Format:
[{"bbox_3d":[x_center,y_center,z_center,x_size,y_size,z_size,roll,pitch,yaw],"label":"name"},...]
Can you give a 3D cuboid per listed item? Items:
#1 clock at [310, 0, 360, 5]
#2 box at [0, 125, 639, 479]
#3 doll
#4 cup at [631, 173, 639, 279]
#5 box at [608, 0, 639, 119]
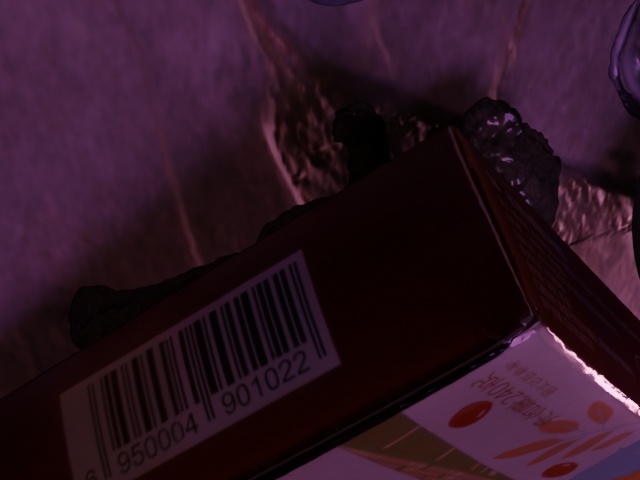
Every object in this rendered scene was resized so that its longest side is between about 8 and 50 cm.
[{"bbox_3d":[0.089,-0.218,0.464,0.254,0.189,0.189,-22,138,-21],"label":"clock"},{"bbox_3d":[0.032,0.138,0.716,0.344,0.122,0.385,-31,147,18],"label":"box"},{"bbox_3d":[0.007,0.012,0.692,0.286,0.091,0.202,-41,127,12],"label":"doll"},{"bbox_3d":[0.391,-0.042,0.758,0.274,0.259,0.357,14,106,-40],"label":"cup"},{"bbox_3d":[0.288,-0.182,0.532,0.369,0.112,0.190,-31,147,-34],"label":"box"}]
